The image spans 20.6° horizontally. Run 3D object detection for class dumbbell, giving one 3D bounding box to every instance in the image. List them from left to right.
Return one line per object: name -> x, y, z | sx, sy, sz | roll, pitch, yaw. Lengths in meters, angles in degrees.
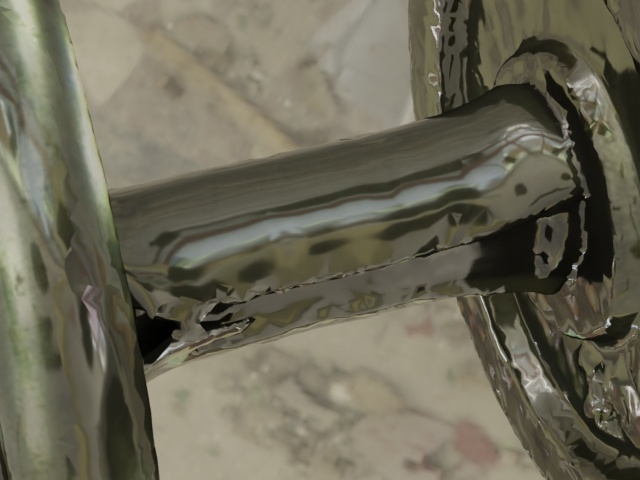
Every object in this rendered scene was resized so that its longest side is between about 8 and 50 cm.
dumbbell -> 0.000, 0.000, 0.407 | 0.290, 0.192, 0.192 | -13, 139, -14
